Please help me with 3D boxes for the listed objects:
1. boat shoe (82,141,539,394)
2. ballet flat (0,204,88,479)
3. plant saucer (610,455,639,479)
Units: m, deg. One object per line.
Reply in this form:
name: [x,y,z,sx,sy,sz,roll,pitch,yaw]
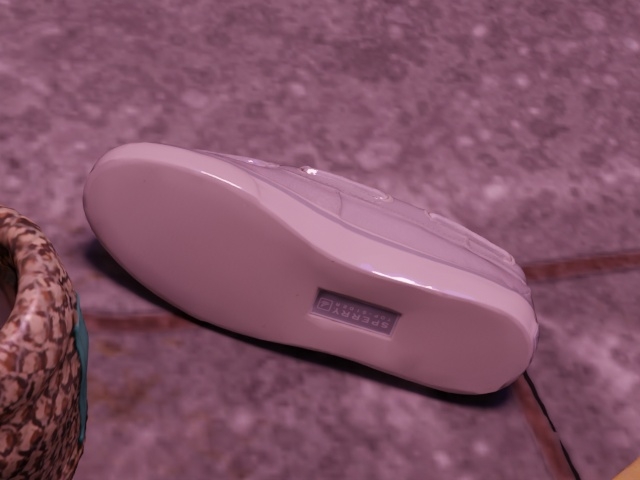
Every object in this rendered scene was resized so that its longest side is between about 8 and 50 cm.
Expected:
boat shoe: [0.000,0.000,0.563,0.184,0.066,0.063,16,34,-3]
ballet flat: [-0.297,0.010,0.364,0.483,0.182,0.164,5,50,-15]
plant saucer: [0.134,0.242,0.388,0.333,0.081,0.333,-28,64,-35]
